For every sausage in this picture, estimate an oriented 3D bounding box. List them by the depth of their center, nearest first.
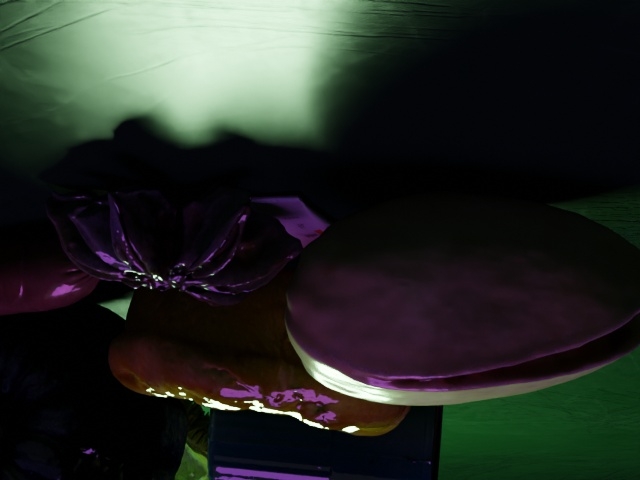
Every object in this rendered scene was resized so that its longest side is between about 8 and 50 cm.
[{"bbox_3d":[-0.377,0.048,1.607,0.433,0.088,0.088,-10,159,43],"label":"sausage"}]

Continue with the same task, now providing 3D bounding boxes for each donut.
[{"bbox_3d":[-0.056,0.111,1.555,0.317,0.150,0.299,11,172,1],"label":"donut"}]

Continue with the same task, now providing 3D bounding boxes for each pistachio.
[{"bbox_3d":[0.128,0.052,1.284,0.318,0.214,0.193,-1,127,2],"label":"pistachio"}]

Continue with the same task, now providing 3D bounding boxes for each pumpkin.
[{"bbox_3d":[-0.335,0.238,1.775,0.363,0.363,0.266,-3,165,23],"label":"pumpkin"}]

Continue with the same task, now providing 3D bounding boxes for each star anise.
[{"bbox_3d":[-0.137,-0.002,1.349,0.236,0.093,0.229,5,164,16],"label":"star anise"}]

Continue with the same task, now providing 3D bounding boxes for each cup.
[{"bbox_3d":[0.015,0.237,1.992,0.292,0.308,0.242,3,125,6],"label":"cup"}]

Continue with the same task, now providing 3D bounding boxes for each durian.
[{"bbox_3d":[-0.278,0.302,2.271,0.394,0.198,0.163,3,161,45],"label":"durian"}]

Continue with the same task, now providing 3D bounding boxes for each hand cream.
[{"bbox_3d":[0.001,-0.002,1.430,0.052,0.038,0.216,-30,150,14],"label":"hand cream"}]
